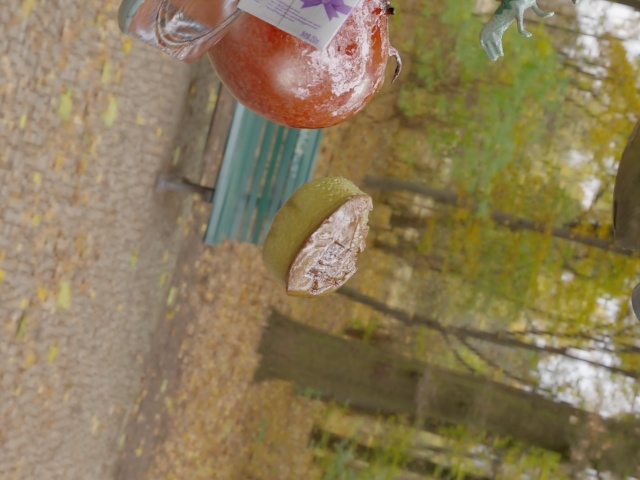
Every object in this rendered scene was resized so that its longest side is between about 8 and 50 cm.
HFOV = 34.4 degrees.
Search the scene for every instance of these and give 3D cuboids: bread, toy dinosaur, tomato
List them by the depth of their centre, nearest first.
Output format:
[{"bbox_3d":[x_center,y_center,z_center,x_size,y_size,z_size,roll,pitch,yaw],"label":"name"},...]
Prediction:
[{"bbox_3d":[-0.016,-0.168,0.813,0.167,0.167,0.167,15,90,-83],"label":"tomato"},{"bbox_3d":[0.207,-0.284,1.063,0.044,0.106,0.187,-20,106,-56],"label":"toy dinosaur"},{"bbox_3d":[-0.008,0.006,1.200,0.125,0.086,0.156,-28,147,-36],"label":"bread"}]

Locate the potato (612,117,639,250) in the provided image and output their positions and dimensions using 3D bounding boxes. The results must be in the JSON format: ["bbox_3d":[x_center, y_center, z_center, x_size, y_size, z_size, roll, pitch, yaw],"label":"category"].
[{"bbox_3d":[0.391,-0.051,0.921,0.269,0.255,0.112,66,-16,-8],"label":"potato"}]

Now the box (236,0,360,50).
[{"bbox_3d":[0.011,-0.138,0.447,0.117,0.051,0.036,-45,-154,47],"label":"box"}]

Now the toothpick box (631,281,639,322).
[{"bbox_3d":[0.493,0.058,1.348,0.153,0.101,0.101,-51,-166,48],"label":"toothpick box"}]

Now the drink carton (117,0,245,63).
[{"bbox_3d":[-0.084,-0.230,0.560,0.191,0.189,0.185,-46,175,8],"label":"drink carton"}]
